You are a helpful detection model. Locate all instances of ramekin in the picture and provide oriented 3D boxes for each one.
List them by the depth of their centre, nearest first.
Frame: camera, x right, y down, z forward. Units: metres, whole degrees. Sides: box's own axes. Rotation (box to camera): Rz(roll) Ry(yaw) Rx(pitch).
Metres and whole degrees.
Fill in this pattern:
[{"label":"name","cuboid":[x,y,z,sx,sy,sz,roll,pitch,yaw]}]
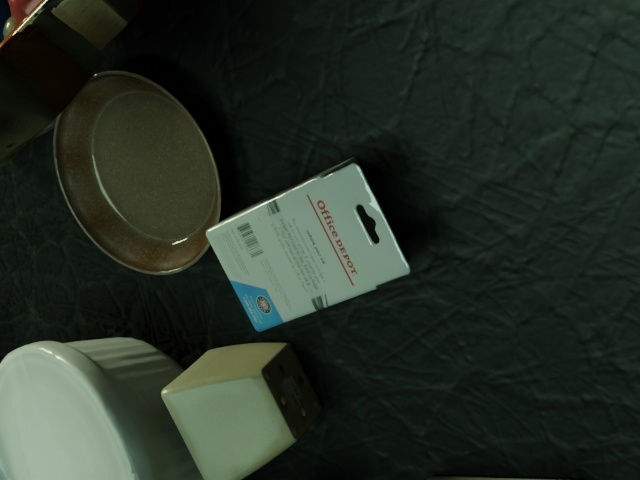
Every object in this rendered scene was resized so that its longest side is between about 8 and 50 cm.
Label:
[{"label":"ramekin","cuboid":[-0.213,0.220,1.087,0.273,0.127,0.273,12,108,42]}]

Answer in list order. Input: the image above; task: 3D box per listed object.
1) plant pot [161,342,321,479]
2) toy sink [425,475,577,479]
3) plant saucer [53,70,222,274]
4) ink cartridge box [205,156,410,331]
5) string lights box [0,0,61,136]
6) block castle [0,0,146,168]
[{"label":"plant pot","cuboid":[-0.064,0.154,1.013,0.096,0.109,0.109,-23,97,24]},{"label":"toy sink","cuboid":[0.160,0.336,0.924,0.153,0.131,0.234,-6,108,35]},{"label":"plant saucer","cuboid":[-0.165,-0.065,1.018,0.198,0.036,0.198,14,117,29]},{"label":"ink cartridge box","cuboid":[0.000,0.000,0.924,0.180,0.060,0.104,-22,97,38]},{"label":"string lights box","cuboid":[-0.361,-0.208,1.056,0.133,0.077,0.259,-19,99,38]},{"label":"block castle","cuboid":[-0.320,-0.189,0.779,0.213,0.453,0.303,-35,112,32]}]
